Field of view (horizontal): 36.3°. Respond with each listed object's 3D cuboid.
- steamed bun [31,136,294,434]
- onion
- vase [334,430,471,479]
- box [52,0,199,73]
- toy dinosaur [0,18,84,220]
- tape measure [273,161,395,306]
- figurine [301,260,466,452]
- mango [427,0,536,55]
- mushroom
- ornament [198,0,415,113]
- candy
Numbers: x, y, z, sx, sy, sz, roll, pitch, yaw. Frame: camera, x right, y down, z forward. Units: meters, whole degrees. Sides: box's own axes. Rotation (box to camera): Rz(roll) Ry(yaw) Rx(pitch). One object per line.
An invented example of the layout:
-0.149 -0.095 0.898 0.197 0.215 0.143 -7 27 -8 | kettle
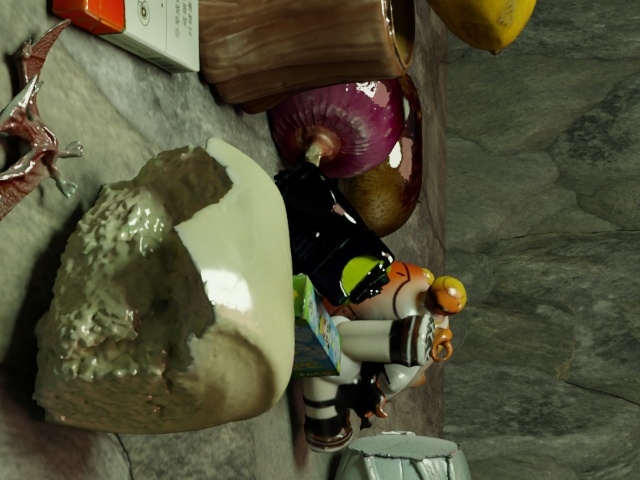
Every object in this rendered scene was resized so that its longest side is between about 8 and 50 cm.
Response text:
-0.117 0.021 0.765 0.170 0.200 0.225 107 -17 -51 | steamed bun
0.028 -0.184 1.347 0.200 0.200 0.207 -59 139 -64 | onion
0.126 0.540 1.558 0.250 0.250 0.445 -4 96 -75 | vase
-0.167 -0.240 0.880 0.245 0.035 0.139 2 87 -75 | box
-0.211 -0.072 0.710 0.108 0.032 0.220 66 29 -61 | toy dinosaur
0.000 0.000 1.224 0.199 0.112 0.186 53 -3 0 | tape measure
0.080 0.144 1.448 0.196 0.320 0.323 43 21 1 | figurine
0.150 -0.360 1.049 0.187 0.144 0.359 -93 162 -46 | mango
0.092 -0.148 1.601 0.278 0.163 0.297 9 81 -75 | mushroom
-0.011 -0.263 1.114 0.221 0.217 0.235 -76 157 -46 | ornament
-0.041 0.111 1.206 0.194 0.097 0.062 64 25 -58 | candy
